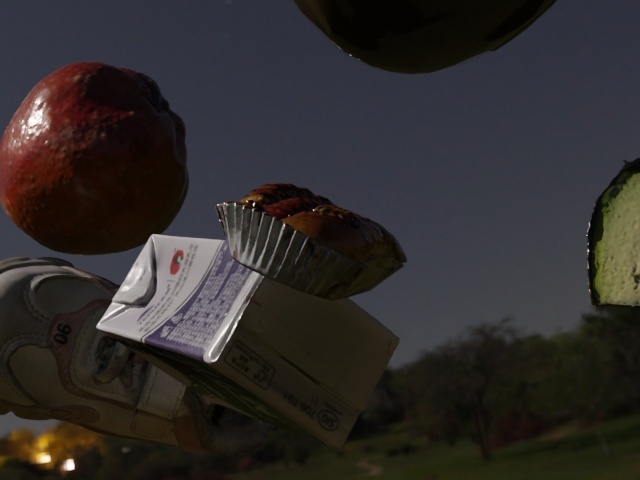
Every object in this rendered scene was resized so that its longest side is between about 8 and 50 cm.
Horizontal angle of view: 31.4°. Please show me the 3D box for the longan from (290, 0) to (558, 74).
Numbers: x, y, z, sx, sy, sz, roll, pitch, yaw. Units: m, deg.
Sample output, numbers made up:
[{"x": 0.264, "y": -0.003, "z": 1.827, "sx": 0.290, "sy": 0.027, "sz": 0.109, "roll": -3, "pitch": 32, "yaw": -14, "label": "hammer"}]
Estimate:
[{"x": 0.102, "y": -0.338, "z": 1.022, "sx": 0.336, "sy": 0.405, "sz": 0.404, "roll": 14, "pitch": -10, "yaw": 10, "label": "longan"}]

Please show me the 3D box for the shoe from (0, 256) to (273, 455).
[{"x": -0.193, "y": 0.119, "z": 1.175, "sx": 0.198, "sy": 0.172, "sz": 0.351, "roll": 1, "pitch": -15, "yaw": 44, "label": "shoe"}]

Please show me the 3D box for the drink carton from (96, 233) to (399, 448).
[{"x": -0.064, "y": 0.072, "z": 0.898, "sx": 0.134, "sy": 0.102, "sz": 0.222, "roll": 37, "pitch": -16, "yaw": -29, "label": "drink carton"}]

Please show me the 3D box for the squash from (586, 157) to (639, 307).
[{"x": 0.384, "y": 0.002, "z": 1.222, "sx": 0.191, "sy": 0.184, "sz": 0.085, "roll": 4, "pitch": -23, "yaw": 12, "label": "squash"}]

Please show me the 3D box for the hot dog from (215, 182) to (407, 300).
[{"x": 0.000, "y": 0.000, "z": 0.675, "sx": 0.099, "sy": 0.053, "sz": 0.192, "roll": 27, "pitch": 7, "yaw": 15, "label": "hot dog"}]

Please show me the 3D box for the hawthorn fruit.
[{"x": -0.300, "y": -0.109, "z": 1.550, "sx": 0.284, "sy": 0.284, "sz": 0.284, "roll": -10, "pitch": -13, "yaw": -2, "label": "hawthorn fruit"}]
